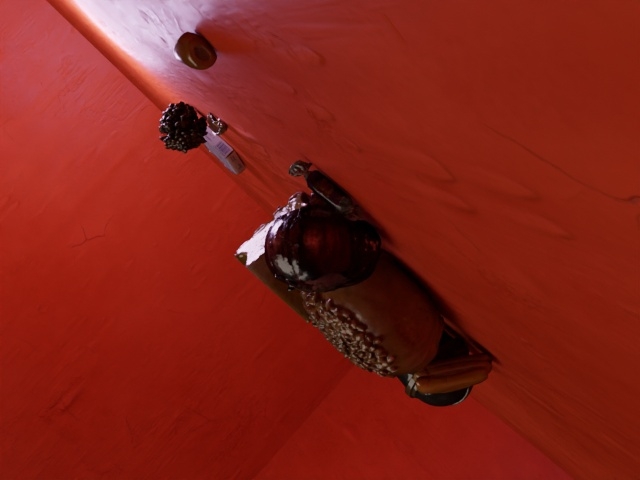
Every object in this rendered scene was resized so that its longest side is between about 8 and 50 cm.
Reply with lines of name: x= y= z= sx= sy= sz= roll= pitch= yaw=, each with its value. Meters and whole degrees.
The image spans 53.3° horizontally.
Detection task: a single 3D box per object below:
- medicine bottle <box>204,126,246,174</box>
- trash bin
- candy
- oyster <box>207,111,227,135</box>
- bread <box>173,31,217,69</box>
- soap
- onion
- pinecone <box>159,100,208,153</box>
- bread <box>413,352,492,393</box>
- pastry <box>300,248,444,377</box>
medicine bottle: x=-0.358 y=-0.323 z=2.264 sx=0.171 sy=0.052 sz=0.201 roll=42 pitch=175 yaw=11
trash bin: x=0.283 y=0.317 z=1.785 sx=0.334 sy=0.214 sz=0.214 roll=47 pitch=178 yaw=25
candy: x=0.012 y=-0.095 z=1.236 sx=0.175 sy=0.045 sz=0.043 roll=42 pitch=-171 yaw=15
oyster: x=-0.285 y=-0.332 z=1.783 sx=0.083 sy=0.038 sz=0.081 roll=69 pitch=155 yaw=15
bread: x=-0.220 y=-0.320 z=1.075 sx=0.103 sy=0.049 sz=0.062 roll=35 pitch=172 yaw=48
soap: x=-0.050 y=0.047 z=1.756 sx=0.281 sy=0.259 sz=0.143 roll=44 pitch=179 yaw=-34
onion: x=0.000 y=0.000 z=1.314 sx=0.252 sy=0.219 sz=0.252 roll=3 pitch=-179 yaw=0
pinecone: x=-0.441 y=-0.363 z=2.042 sx=0.173 sy=0.173 sz=0.173 roll=42 pitch=176 yaw=4
bread: x=0.332 y=0.332 z=1.594 sx=0.116 sy=0.200 sz=0.077 roll=66 pitch=-167 yaw=-61
pastry: x=0.111 y=0.165 z=1.561 sx=0.409 sy=0.245 sz=0.409 roll=44 pitch=175 yaw=4
